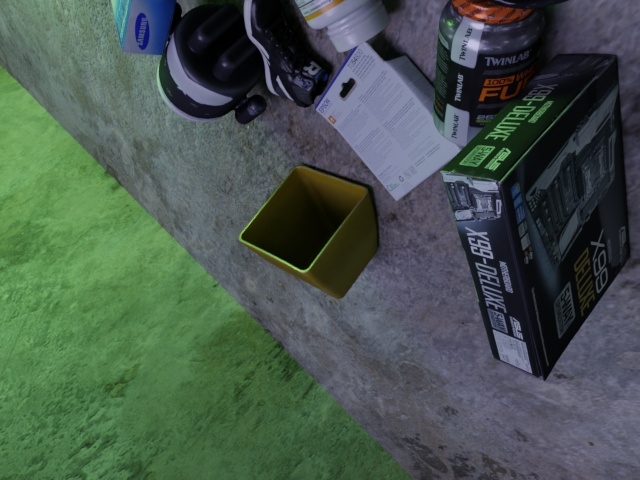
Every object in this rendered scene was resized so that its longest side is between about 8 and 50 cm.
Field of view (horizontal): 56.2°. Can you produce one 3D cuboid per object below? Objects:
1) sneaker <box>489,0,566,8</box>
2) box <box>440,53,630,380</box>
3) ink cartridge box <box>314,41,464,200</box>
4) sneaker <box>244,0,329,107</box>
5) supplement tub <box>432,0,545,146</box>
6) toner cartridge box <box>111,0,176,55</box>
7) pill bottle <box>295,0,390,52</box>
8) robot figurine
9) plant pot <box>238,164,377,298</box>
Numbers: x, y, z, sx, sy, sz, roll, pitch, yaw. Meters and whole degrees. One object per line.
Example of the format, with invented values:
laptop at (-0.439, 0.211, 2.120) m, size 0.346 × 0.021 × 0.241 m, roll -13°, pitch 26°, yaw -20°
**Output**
sneaker at (0.156, -0.301, 0.497) m, size 0.482 × 0.202 × 0.185 m, roll 15°, pitch 136°, yaw 45°
box at (0.273, -0.024, 0.715) m, size 0.076 × 0.242 × 0.308 m, roll 20°, pitch 144°, yaw 45°
ink cartridge box at (0.110, -0.192, 0.960) m, size 0.224 × 0.045 × 0.223 m, roll 48°, pitch 155°, yaw -1°
sneaker at (-0.044, -0.316, 0.994) m, size 0.121 × 0.079 × 0.217 m, roll 29°, pitch 159°, yaw 27°
supplement tub at (0.194, -0.212, 0.705) m, size 0.117 × 0.117 × 0.190 m, roll 33°, pitch 153°, yaw 28°
toner cartridge box at (-0.266, -0.474, 0.937) m, size 0.348 × 0.075 × 0.165 m, roll -50°, pitch 51°, yaw 53°
pill bottle at (0.006, -0.362, 0.780) m, size 0.117 × 0.117 × 0.215 m, roll 4°, pitch 133°, yaw 56°
robot figurine at (-0.204, -0.328, 1.117) m, size 0.278 × 0.173 × 0.209 m, roll -17°, pitch 81°, yaw 63°
plant pot at (0.000, 0.000, 1.261) m, size 0.212 × 0.212 × 0.187 m, roll 24°, pitch 160°, yaw 41°
